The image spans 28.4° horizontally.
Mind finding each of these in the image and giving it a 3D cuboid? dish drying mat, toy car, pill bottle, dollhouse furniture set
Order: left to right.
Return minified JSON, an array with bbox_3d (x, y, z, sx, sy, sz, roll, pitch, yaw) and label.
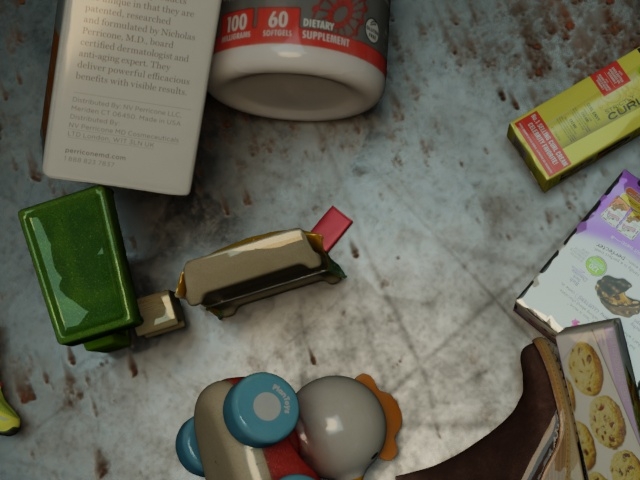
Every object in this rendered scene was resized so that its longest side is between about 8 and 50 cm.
[{"bbox_3d":[-0.143,0.007,1.392,0.301,0.197,0.151,-17,81,5],"label":"dollhouse furniture set"},{"bbox_3d":[-0.020,-0.337,1.453,0.210,0.210,0.363,2,78,6],"label":"pill bottle"},{"bbox_3d":[-0.002,0.231,1.362,0.238,0.219,0.210,-12,75,-26],"label":"toy car"},{"bbox_3d":[0.000,0.000,1.481,0.032,0.008,0.083,38,83,12],"label":"dish drying mat"}]

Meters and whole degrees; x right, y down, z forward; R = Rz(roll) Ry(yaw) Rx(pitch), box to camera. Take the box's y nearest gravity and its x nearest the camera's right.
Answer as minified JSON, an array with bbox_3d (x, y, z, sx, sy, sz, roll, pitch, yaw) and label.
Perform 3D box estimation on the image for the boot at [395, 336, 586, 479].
[{"bbox_3d":[0.179,0.237,1.371,0.207,0.090,0.248,-12,66,12],"label":"boot"}]

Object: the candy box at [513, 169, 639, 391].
[{"bbox_3d":[0.338,0.050,1.402,0.165,0.070,0.196,40,84,12],"label":"candy box"}]

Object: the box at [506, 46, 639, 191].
[{"bbox_3d":[0.335,-0.153,1.452,0.232,0.058,0.087,-29,77,-1],"label":"box"}]

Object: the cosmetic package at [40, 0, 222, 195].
[{"bbox_3d":[-0.193,-0.298,1.357,0.161,0.230,0.453,8,102,-15],"label":"cosmetic package"}]

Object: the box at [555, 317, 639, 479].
[{"bbox_3d":[0.316,0.244,1.322,0.067,0.063,0.324,-12,91,21],"label":"box"}]

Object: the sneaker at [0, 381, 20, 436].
[{"bbox_3d":[-0.406,0.135,1.458,0.094,0.081,0.208,-42,76,-6],"label":"sneaker"}]
